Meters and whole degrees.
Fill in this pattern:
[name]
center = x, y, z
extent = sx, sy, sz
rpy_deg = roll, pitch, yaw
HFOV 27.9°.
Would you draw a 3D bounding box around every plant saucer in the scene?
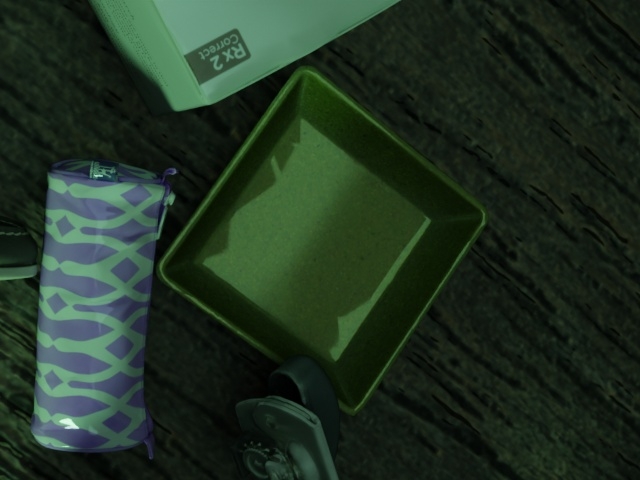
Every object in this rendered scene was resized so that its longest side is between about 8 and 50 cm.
[plant saucer]
center = 0.000, 0.000, 0.950
extent = 0.188, 0.045, 0.188
rpy_deg = 37, 81, -17

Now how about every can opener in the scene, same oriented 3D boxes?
[can opener]
center = 0.015, 0.215, 0.924
extent = 0.095, 0.076, 0.283
rpy_deg = -43, 125, -41

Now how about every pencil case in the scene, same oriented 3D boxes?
[pencil case]
center = -0.147, 0.042, 0.871
extent = 0.088, 0.086, 0.206
rpy_deg = 5, 102, -10

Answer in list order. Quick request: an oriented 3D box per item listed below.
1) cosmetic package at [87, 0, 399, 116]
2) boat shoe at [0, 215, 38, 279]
[cosmetic package]
center = -0.067, -0.183, 0.847
extent = 0.151, 0.184, 0.151
rpy_deg = -32, 102, -15
[boat shoe]
center = -0.340, -0.039, 0.802
extent = 0.335, 0.112, 0.095
rpy_deg = 9, 94, -15
